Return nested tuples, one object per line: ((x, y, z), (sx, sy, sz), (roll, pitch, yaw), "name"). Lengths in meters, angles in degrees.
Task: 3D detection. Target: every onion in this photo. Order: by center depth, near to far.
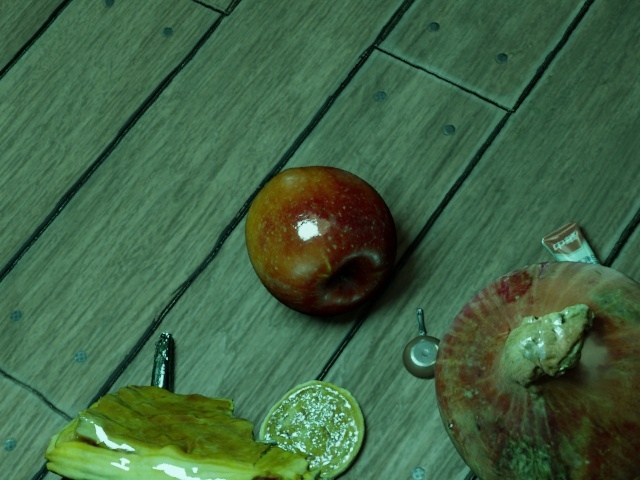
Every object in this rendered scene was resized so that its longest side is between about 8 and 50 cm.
((0.328, 0.199, 1.710), (0.353, 0.354, 0.354), (-3, 60, 5), "onion")

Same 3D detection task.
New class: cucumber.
((-0.235, 0.203, 1.917), (0.033, 0.034, 0.135), (0, 61, 2), "cucumber")

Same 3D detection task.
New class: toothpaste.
((0.413, 0.072, 1.910), (0.062, 0.039, 0.239), (-29, 59, -2), "toothpaste")

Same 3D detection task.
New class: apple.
((0.000, 0.000, 1.900), (0.218, 0.218, 0.201), (-20, 53, -4), "apple")

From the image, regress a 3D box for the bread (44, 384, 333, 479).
((-0.156, 0.325, 1.703), (0.369, 0.314, 0.192), (10, 97, 11), "bread")

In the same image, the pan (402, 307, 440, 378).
((0.151, 0.147, 1.906), (0.068, 0.023, 0.115), (-9, 60, 3), "pan")

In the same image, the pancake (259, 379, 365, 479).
((-0.012, 0.275, 1.851), (0.158, 0.028, 0.158), (-4, 63, 7), "pancake")
